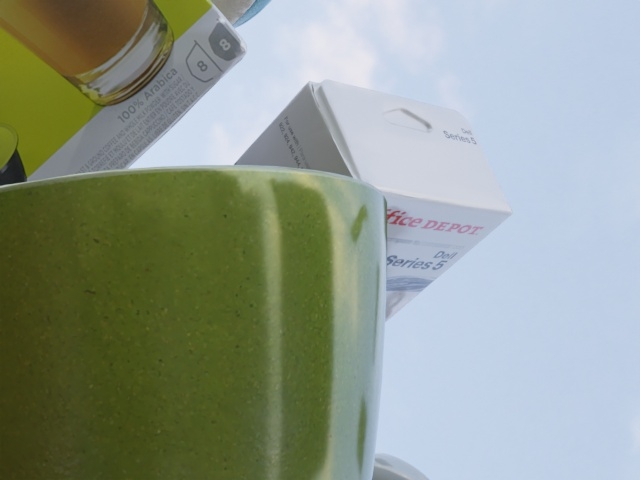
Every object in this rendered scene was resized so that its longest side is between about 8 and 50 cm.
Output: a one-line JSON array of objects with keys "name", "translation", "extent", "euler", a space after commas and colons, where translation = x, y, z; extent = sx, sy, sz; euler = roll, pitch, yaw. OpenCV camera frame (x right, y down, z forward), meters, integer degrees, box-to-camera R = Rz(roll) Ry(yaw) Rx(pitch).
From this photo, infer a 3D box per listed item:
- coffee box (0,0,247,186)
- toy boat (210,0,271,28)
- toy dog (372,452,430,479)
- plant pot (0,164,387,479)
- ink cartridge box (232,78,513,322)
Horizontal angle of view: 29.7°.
[{"name": "coffee box", "translation": [-0.326, -0.155, 0.991], "extent": [0.334, 0.337, 0.338], "euler": [48, -12, -15]}, {"name": "toy boat", "translation": [-0.066, -0.347, 1.184], "extent": [0.318, 0.148, 0.267], "euler": [-57, -142, 22]}, {"name": "toy dog", "translation": [0.138, 0.350, 1.257], "extent": [0.161, 0.220, 0.333], "euler": [-63, -164, -5]}, {"name": "plant pot", "translation": [-0.084, 0.137, 0.617], "extent": [0.274, 0.274, 0.294], "euler": [-15, -103, 39]}, {"name": "ink cartridge box", "translation": [0.000, 0.000, 1.063], "extent": [0.273, 0.198, 0.115], "euler": [-44, -124, 34]}]
